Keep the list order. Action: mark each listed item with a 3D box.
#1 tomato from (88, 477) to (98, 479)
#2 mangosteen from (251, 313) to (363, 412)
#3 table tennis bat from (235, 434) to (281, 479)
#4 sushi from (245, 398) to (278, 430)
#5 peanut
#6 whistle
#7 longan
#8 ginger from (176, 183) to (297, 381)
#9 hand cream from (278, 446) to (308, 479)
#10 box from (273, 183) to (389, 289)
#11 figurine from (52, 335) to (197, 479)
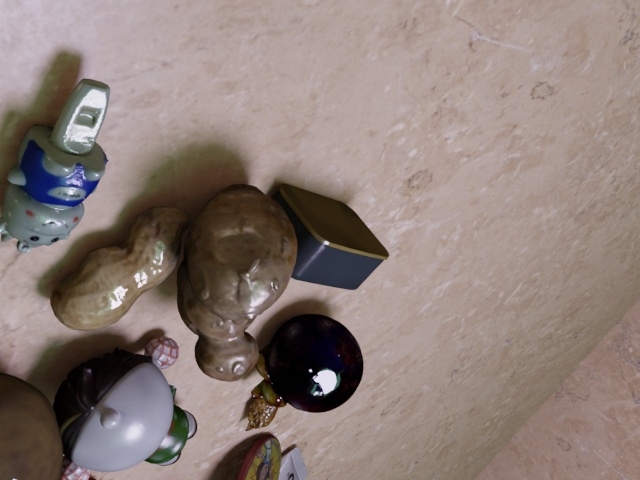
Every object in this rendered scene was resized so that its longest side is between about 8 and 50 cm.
[{"bbox_3d":[-0.432,0.479,1.456,0.087,0.075,0.087,-30,145,-24],"label":"tomato"},{"bbox_3d":[-0.032,0.242,1.508,0.230,0.194,0.194,-29,153,28],"label":"mangosteen"},{"bbox_3d":[-0.156,0.577,1.740,0.200,0.038,0.310,45,58,-63],"label":"table tennis bat"},{"bbox_3d":[-0.122,0.345,1.633,0.060,0.061,0.118,10,102,-40],"label":"sushi"},{"bbox_3d":[-0.272,0.039,1.109,0.228,0.085,0.104,-40,136,-5],"label":"peanut"},{"bbox_3d":[-0.307,-0.078,0.934,0.110,0.092,0.244,9,123,-44],"label":"whistle"},{"bbox_3d":[-0.484,0.314,1.058,0.300,0.243,0.300,16,90,-80],"label":"longan"},{"bbox_3d":[-0.128,0.061,1.158,0.155,0.244,0.304,-2,140,-16],"label":"ginger"},{"bbox_3d":[-0.162,0.616,1.877,0.314,0.089,0.139,-37,138,-20],"label":"hand cream"},{"bbox_3d":[0.000,0.000,1.283,0.201,0.144,0.090,13,123,-52],"label":"box"},{"bbox_3d":[-0.301,0.292,1.288,0.281,0.167,0.370,-54,158,-13],"label":"figurine"}]
